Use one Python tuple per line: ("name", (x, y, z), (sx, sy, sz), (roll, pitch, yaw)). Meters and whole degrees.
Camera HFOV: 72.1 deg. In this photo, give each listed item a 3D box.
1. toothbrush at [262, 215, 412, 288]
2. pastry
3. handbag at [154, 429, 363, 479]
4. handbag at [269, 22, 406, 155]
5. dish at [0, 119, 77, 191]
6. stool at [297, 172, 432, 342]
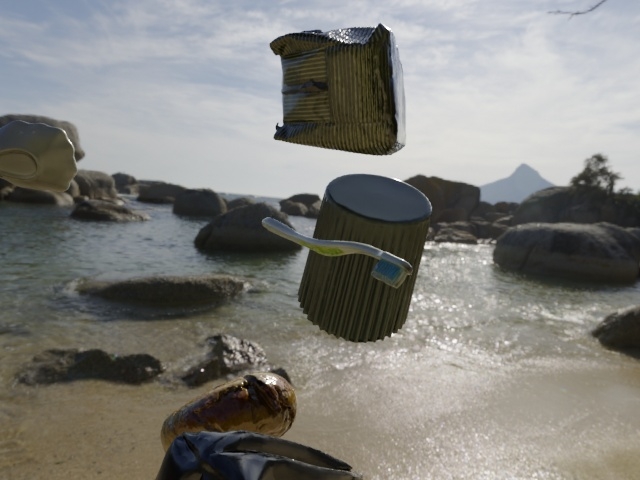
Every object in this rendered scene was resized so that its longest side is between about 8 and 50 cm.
("toothbrush", (0.000, 0.000, 0.451), (0.022, 0.026, 0.263), (41, -10, -31))
("pastry", (-0.219, 0.452, 1.093), (0.356, 0.163, 0.356), (-24, -23, -11))
("handbag", (-0.078, 0.372, 0.467), (0.152, 0.342, 0.288), (22, -3, 38))
("handbag", (0.047, -0.291, 0.882), (0.240, 0.247, 0.341), (0, 13, 16))
("dish", (-0.383, -0.100, 0.546), (0.137, 0.091, 0.039), (4, 27, -13))
("stool", (0.108, 0.032, 1.090), (0.298, 0.329, 0.297), (6, 33, -4))
